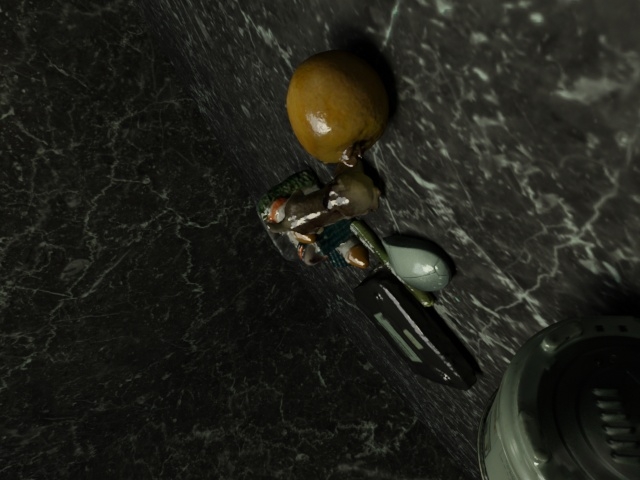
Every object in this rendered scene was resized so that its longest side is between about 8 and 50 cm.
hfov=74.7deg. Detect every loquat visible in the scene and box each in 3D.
[{"bbox_3d":[0.023,-0.180,0.577,0.163,0.137,0.163,45,149,36],"label":"loquat"}]

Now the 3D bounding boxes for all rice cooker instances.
[{"bbox_3d":[0.292,0.216,0.424,0.227,0.241,0.280,73,-166,-49],"label":"rice cooker"}]

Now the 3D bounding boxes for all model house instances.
[{"bbox_3d":[0.000,0.000,1.113,0.301,0.190,0.271,43,164,39],"label":"model house"}]

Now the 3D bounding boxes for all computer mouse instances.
[{"bbox_3d":[0.174,0.047,0.833,0.113,0.068,0.229,57,169,-11],"label":"computer mouse"}]

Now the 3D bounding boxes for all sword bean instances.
[{"bbox_3d":[0.165,0.052,0.977,0.269,0.038,0.043,48,177,23],"label":"sword bean"}]

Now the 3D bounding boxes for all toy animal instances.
[{"bbox_3d":[0.020,-0.081,0.851,0.121,0.233,0.168,65,-151,-5],"label":"toy animal"}]

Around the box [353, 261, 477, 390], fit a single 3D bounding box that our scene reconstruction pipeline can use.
[{"bbox_3d":[0.231,0.233,1.125,0.359,0.091,0.350,50,169,7],"label":"box"}]
